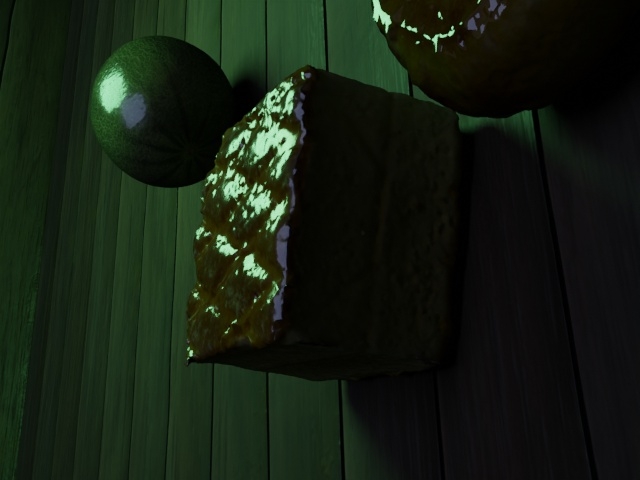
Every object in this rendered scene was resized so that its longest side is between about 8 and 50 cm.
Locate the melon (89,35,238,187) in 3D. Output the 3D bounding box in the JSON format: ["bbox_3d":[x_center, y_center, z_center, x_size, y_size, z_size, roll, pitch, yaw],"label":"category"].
[{"bbox_3d":[-0.256,-0.209,1.724,0.238,0.237,0.302,-67,29,21],"label":"melon"}]

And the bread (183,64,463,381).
[{"bbox_3d":[0.000,0.000,1.108,0.279,0.207,0.279,-28,54,61],"label":"bread"}]

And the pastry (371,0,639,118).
[{"bbox_3d":[0.179,-0.277,0.923,0.356,0.163,0.356,-39,41,46],"label":"pastry"}]
